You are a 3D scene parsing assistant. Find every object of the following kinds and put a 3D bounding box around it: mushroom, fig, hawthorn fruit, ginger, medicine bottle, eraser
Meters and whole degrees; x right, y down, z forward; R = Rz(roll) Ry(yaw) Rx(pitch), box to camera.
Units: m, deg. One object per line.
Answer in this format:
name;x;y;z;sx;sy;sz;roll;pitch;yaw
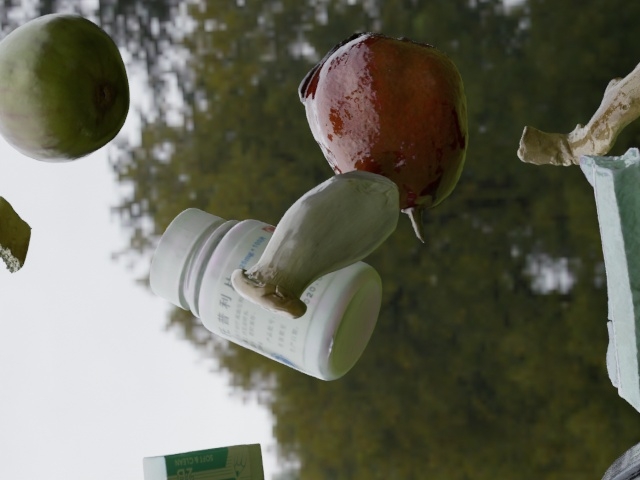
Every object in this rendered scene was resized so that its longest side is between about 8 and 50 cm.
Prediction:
mushroom;0.000;0.001;1.652;0.212;0.097;0.088;-45;-2;-25
fig;-0.278;-0.144;1.544;0.148;0.186;0.142;-37;-69;-33
hawthorn fruit;0.080;-0.119;1.778;0.189;0.189;0.251;53;-154;-72
ginger;0.357;-0.163;1.792;0.075;0.288;0.089;36;-145;-41
medicine bottle;-0.076;0.065;2.115;0.170;0.293;0.170;-49;-28;-38
eraser;-0.173;0.363;2.347;0.225;0.052;0.096;1;-100;-52

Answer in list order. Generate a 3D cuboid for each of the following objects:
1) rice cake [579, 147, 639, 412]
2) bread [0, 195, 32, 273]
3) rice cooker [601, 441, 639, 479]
rice cake;0.321;0.041;1.629;0.081;0.051;0.290;24;129;59
bread;-0.380;-0.008;1.873;0.083;0.035;0.070;50;-144;-52
rice cooker;0.450;0.350;1.865;0.224;0.267;0.267;-39;-53;-69
